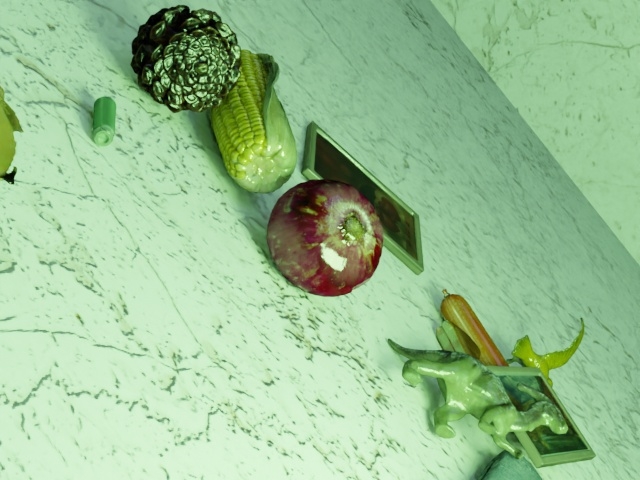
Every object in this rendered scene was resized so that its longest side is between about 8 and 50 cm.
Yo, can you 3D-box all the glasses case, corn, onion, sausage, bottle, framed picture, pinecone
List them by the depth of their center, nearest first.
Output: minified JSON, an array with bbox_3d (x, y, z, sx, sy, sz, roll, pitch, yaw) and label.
[{"bbox_3d":[-0.286,-0.158,1.500,0.030,0.030,0.083,35,26,-31],"label":"bottle"},{"bbox_3d":[0.264,0.374,1.600,0.109,0.067,0.282,54,21,6],"label":"glasses case"},{"bbox_3d":[0.005,-0.003,1.640,0.177,0.153,0.177,41,32,-33],"label":"onion"},{"bbox_3d":[-0.207,-0.277,1.688,0.163,0.163,0.165,34,7,-31],"label":"pinecone"},{"bbox_3d":[-0.108,-0.192,1.760,0.305,0.122,0.123,-105,-178,-48],"label":"corn"},{"bbox_3d":[0.352,0.282,1.834,0.250,0.016,0.184,13,41,-57],"label":"framed picture"},{"bbox_3d":[0.298,0.225,1.922,0.053,0.053,0.347,9,45,-57],"label":"sausage"},{"bbox_3d":[0.079,-0.081,2.069,0.289,0.020,0.211,40,23,-18],"label":"framed picture"}]

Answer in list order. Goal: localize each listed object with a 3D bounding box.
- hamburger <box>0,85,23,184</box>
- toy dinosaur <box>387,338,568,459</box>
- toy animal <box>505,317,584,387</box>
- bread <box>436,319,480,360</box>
[{"bbox_3d":[-0.406,-0.109,1.048,0.237,0.149,0.237,49,19,-23],"label":"hamburger"},{"bbox_3d":[0.227,0.233,1.688,0.294,0.077,0.162,34,31,0],"label":"toy dinosaur"},{"bbox_3d":[0.390,0.226,2.054,0.095,0.219,0.155,37,-19,15],"label":"toy animal"},{"bbox_3d":[0.237,0.185,1.889,0.062,0.043,0.109,20,34,-47],"label":"bread"}]
